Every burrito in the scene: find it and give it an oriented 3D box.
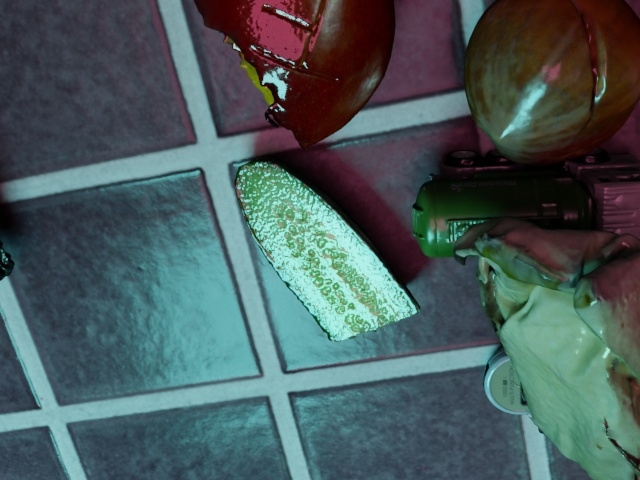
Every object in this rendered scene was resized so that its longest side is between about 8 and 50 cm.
[{"bbox_3d":[0.258,0.093,0.729,0.135,0.190,0.332,-37,127,-8],"label":"burrito"}]

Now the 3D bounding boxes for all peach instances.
[{"bbox_3d":[-0.032,-0.201,0.722,0.190,0.196,0.226,23,114,33],"label":"peach"}]

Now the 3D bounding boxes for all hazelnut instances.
[{"bbox_3d":[0.212,-0.162,0.724,0.182,0.182,0.182,2,111,5],"label":"hazelnut"}]

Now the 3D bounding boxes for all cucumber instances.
[{"bbox_3d":[0.000,0.000,0.860,0.115,0.063,0.244,-31,105,22],"label":"cucumber"}]

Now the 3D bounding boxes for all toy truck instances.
[{"bbox_3d":[0.217,-0.034,0.793,0.242,0.125,0.101,-3,110,6],"label":"toy truck"}]

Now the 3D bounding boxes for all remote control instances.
[{"bbox_3d":[0.315,0.158,0.900,0.244,0.047,0.087,-3,114,7],"label":"remote control"}]

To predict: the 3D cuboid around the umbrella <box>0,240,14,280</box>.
[{"bbox_3d":[-0.471,-0.077,0.831,0.128,0.154,0.336,-28,107,6],"label":"umbrella"}]
